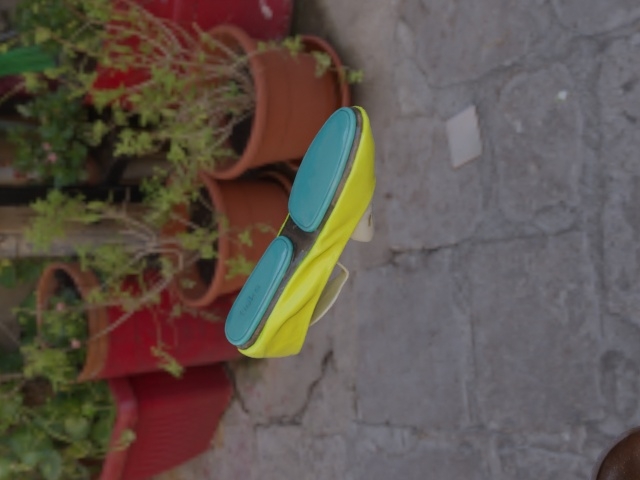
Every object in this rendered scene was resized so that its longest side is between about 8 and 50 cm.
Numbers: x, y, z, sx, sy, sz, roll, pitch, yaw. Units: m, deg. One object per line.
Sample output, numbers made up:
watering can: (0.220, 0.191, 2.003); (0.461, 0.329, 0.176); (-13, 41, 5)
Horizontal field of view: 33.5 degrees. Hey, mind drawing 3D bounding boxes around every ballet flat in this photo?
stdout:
ballet flat: (0.000, 0.000, 0.878); (0.231, 0.077, 0.077); (-63, 31, 14)

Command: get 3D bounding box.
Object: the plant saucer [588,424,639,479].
plant saucer: (0.181, 0.136, 0.415); (0.168, 0.168, 0.029); (52, 136, 45)
